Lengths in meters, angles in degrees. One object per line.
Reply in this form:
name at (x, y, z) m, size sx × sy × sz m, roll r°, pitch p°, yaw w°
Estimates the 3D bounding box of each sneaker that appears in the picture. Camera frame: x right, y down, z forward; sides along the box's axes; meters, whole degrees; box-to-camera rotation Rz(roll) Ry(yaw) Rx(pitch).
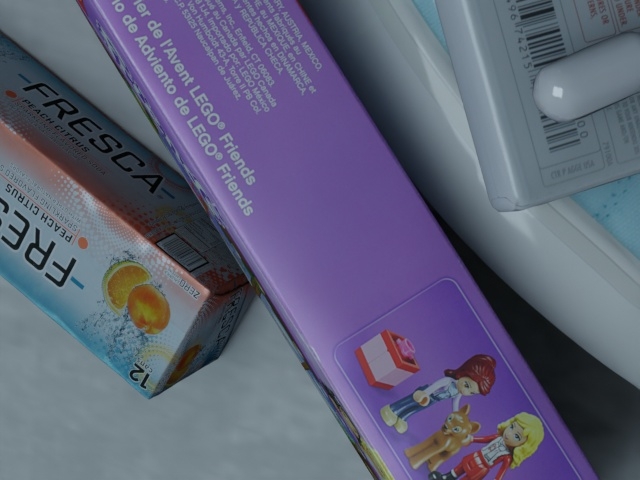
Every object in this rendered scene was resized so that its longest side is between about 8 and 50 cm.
sneaker at (0.077, -0.105, 0.623) m, size 0.150 × 0.135 × 0.366 m, roll -37°, pitch 91°, yaw 25°

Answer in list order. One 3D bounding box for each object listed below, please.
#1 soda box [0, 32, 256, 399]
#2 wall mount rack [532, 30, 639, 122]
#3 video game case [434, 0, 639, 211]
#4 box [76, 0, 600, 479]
soda box at (-0.110, -0.018, 0.790) m, size 0.183 × 0.058 × 0.063 m, roll 39°, pitch 119°, yaw 14°
wall mount rack at (0.169, -0.194, 0.527) m, size 0.304 × 0.130 × 0.350 m, roll -22°, pitch 93°, yaw 19°
video game case at (0.104, -0.122, 0.578) m, size 0.022 × 0.173 × 0.190 m, roll -5°, pitch 101°, yaw 69°
box at (0.000, 0.000, 0.657) m, size 0.057 × 0.201 × 0.293 m, roll -32°, pitch 87°, yaw -4°
